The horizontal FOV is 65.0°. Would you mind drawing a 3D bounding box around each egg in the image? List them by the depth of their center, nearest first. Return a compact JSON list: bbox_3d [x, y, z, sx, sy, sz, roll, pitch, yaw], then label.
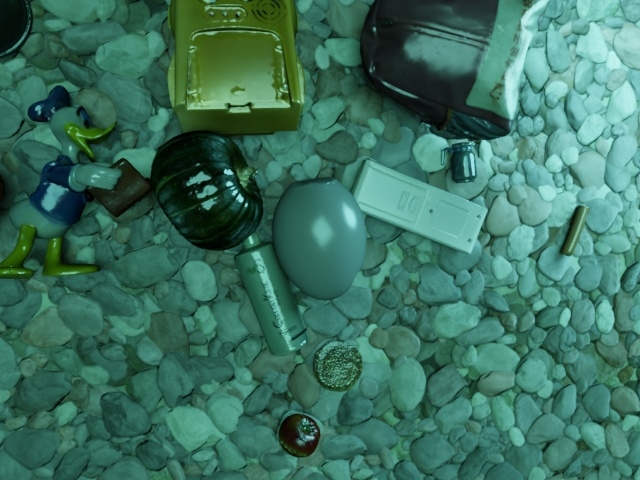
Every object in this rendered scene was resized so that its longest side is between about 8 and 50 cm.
[{"bbox_3d":[0.000,0.000,0.942,0.176,0.176,0.232,-11,99,-7],"label":"egg"}]

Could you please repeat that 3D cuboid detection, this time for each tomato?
[{"bbox_3d":[-0.045,0.398,1.020,0.087,0.087,0.075,28,118,-10],"label":"tomato"}]

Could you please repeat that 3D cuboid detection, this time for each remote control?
[{"bbox_3d":[0.197,-0.068,1.028,0.277,0.055,0.103,21,92,-11],"label":"remote control"}]

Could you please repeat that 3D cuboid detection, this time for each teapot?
[{"bbox_3d":[0.291,-0.161,1.043,0.049,0.063,0.083,-8,94,-39],"label":"teapot"}]

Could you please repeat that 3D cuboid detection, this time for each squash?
[{"bbox_3d":[-0.192,-0.085,0.876,0.172,0.218,0.218,-33,99,-11],"label":"squash"}]

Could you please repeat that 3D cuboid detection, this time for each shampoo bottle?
[{"bbox_3d":[-0.103,0.090,0.982,0.085,0.085,0.263,-21,97,-6],"label":"shampoo bottle"}]

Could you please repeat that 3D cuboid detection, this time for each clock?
[{"bbox_3d":[-0.149,-0.355,0.894,0.244,0.200,0.317,-2,87,-11],"label":"clock"}]

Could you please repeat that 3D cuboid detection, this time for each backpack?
[{"bbox_3d":[0.229,-0.352,0.939,0.317,0.197,0.284,13,94,-5],"label":"backpack"}]

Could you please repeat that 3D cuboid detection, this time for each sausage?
[{"bbox_3d":[0.558,-0.021,1.100,0.026,0.026,0.116,20,92,-10],"label":"sausage"}]

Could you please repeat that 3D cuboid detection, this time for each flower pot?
[{"bbox_3d":[-0.594,-0.404,0.856,0.157,0.107,0.158,-1,94,-10],"label":"flower pot"}]

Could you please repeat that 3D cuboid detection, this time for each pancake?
[{"bbox_3d":[0.036,0.264,1.053,0.114,0.011,0.115,-1,95,-8],"label":"pancake"}]

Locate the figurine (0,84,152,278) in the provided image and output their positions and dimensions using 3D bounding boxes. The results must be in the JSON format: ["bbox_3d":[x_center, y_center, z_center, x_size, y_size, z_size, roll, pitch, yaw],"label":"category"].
[{"bbox_3d":[-0.435,-0.114,0.867,0.283,0.204,0.339,-11,84,18],"label":"figurine"}]

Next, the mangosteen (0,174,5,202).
[{"bbox_3d":[-0.624,-0.067,0.815,0.249,0.211,0.212,4,95,25],"label":"mangosteen"}]
